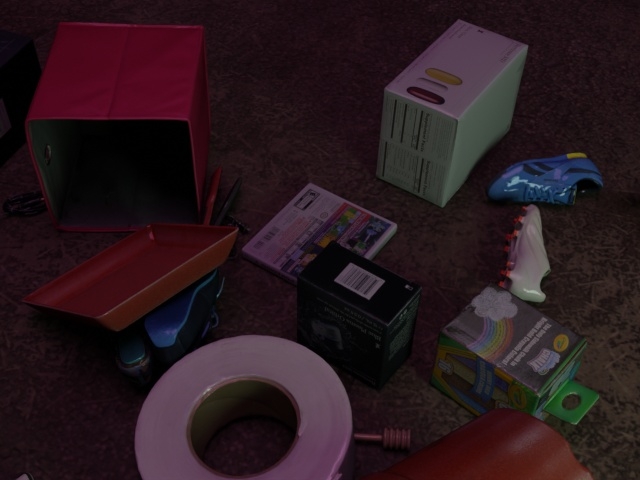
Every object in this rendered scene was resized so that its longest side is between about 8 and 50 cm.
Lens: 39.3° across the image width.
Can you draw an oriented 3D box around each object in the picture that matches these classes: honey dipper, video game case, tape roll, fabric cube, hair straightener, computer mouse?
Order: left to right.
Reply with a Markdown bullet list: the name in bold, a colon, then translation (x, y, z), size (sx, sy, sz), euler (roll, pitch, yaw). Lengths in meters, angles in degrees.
- **computer mouse**: translation (-0.569, -0.037, 1.514), size (0.242, 0.041, 0.071), euler (-28, 53, -25)
- **fabric cube**: translation (-0.325, -0.191, 1.517), size (0.259, 0.254, 0.258), euler (0, 48, -2)
- **hair straightener**: translation (-0.153, -0.039, 1.497), size (0.089, 0.047, 0.230), euler (25, 30, -15)
- **tape roll**: translation (-0.094, 0.267, 1.183), size (0.286, 0.100, 0.286), euler (-3, 48, 3)
- **video game case**: translation (0.000, 0.000, 1.504), size (0.183, 0.023, 0.201), euler (27, 51, 22)
- **honey dipper**: translation (0.045, 0.271, 1.248), size (0.161, 0.030, 0.030), euler (4, 47, 5)

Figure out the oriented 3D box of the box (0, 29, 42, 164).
- **box**: translation (-0.722, -0.238, 1.605), size (0.313, 0.179, 0.343), euler (16, 48, 15)

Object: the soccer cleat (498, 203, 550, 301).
- **soccer cleat**: translation (0.342, 0.023, 1.467), size (0.076, 0.068, 0.196), euler (22, 50, -1)

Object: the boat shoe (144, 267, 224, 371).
- **boat shoe**: translation (-0.211, 0.112, 1.344), size (0.109, 0.089, 0.258), euler (-4, 23, 14)

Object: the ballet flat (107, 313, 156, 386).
- **ballet flat**: translation (-0.278, 0.147, 1.330), size (0.070, 0.070, 0.188), euler (-8, 34, -9)

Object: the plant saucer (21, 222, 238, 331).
- **plant saucer**: translation (-0.280, 0.055, 1.347), size (0.259, 0.047, 0.258), euler (-34, 24, -35)

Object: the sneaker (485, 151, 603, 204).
- **sneaker**: translation (0.396, -0.097, 1.571), size (0.209, 0.069, 0.082), euler (-12, 52, -12)

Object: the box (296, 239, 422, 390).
- **box**: translation (0.052, 0.110, 1.309), size (0.156, 0.158, 0.093), euler (28, 52, 23)

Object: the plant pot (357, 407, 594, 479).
- **plant pot**: translation (0.170, 0.345, 1.042), size (0.265, 0.272, 0.272), euler (-26, 52, -33)

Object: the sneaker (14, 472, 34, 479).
- **sneaker**: translation (-0.403, 0.336, 1.172), size (0.032, 0.037, 0.083), euler (13, 46, 13)

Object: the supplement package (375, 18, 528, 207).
- **supplement package**: translation (0.233, -0.230, 1.599), size (0.145, 0.204, 0.262), euler (27, 52, 21)

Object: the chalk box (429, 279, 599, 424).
- **chalk box**: translation (0.281, 0.185, 1.265), size (0.213, 0.132, 0.132), euler (35, 54, 26)
